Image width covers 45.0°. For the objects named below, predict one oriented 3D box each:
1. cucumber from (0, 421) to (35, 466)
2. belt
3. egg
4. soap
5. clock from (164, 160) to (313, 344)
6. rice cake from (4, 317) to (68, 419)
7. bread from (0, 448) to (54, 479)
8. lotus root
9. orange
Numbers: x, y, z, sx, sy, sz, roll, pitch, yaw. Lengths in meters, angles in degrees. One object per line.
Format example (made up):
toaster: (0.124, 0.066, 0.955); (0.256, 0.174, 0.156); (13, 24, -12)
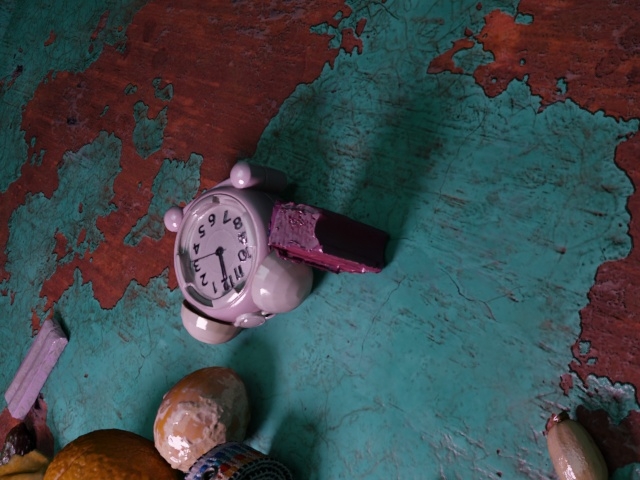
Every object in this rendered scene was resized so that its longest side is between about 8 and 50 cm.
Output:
cucumber: (-0.862, 0.689, 2.147); (0.096, 0.096, 0.359); (-3, 71, 42)
belt: (-0.160, 0.544, 1.469); (0.160, 0.207, 0.295); (6, 78, 46)
egg: (-0.243, 0.371, 1.615); (0.195, 0.195, 0.233); (-3, 57, 42)
soap: (0.000, 0.000, 1.475); (0.162, 0.250, 0.099); (6, 82, 41)
clock: (-0.181, 0.037, 1.685); (0.342, 0.184, 0.326); (-32, 61, 37)
rice cake: (-0.829, 0.371, 2.244); (0.106, 0.050, 0.298); (44, 107, 42)
bread: (-0.754, 0.705, 1.966); (0.252, 0.196, 0.238); (39, 104, 40)
lotus root: (0.381, 0.326, 1.146); (0.073, 0.062, 0.150); (-39, 52, 27)
orange: (-0.449, 0.590, 1.648); (0.322, 0.322, 0.357); (16, 94, 44)
